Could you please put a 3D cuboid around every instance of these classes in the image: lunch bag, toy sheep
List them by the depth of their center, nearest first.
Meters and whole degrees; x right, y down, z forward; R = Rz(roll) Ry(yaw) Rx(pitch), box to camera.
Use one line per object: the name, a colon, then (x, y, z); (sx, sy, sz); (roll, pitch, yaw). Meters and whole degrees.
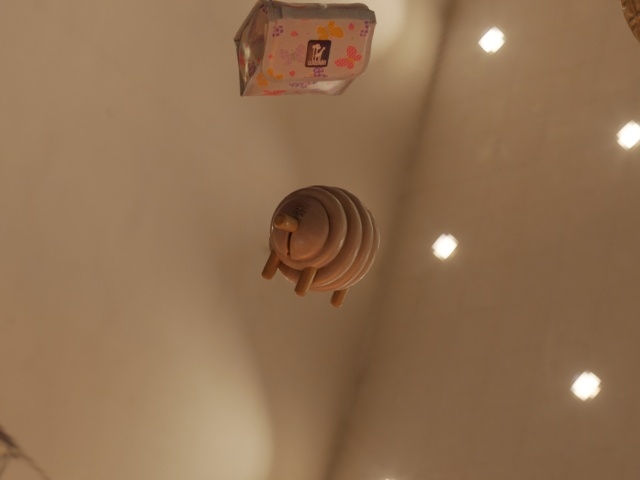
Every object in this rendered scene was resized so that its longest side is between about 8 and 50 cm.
lunch bag: (-0.010, -0.120, 0.974); (0.083, 0.071, 0.053); (136, -50, -65)
toy sheep: (0.000, 0.000, 1.210); (0.091, 0.132, 0.091); (-4, -100, 23)

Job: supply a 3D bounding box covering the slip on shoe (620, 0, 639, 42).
slip on shoe: (0.260, -0.269, 0.961); (0.101, 0.331, 0.123); (-12, -142, -19)
